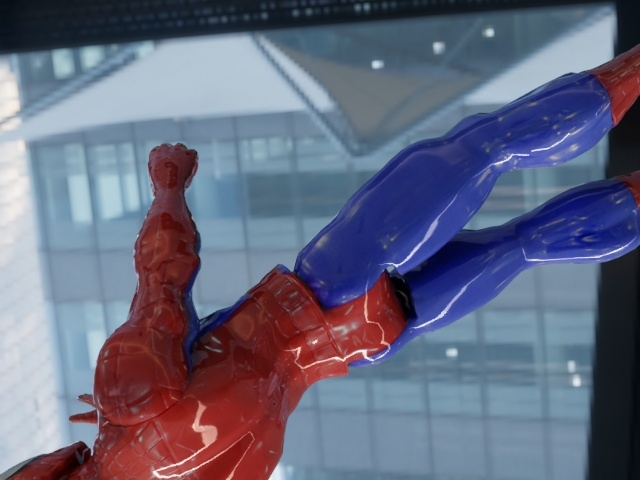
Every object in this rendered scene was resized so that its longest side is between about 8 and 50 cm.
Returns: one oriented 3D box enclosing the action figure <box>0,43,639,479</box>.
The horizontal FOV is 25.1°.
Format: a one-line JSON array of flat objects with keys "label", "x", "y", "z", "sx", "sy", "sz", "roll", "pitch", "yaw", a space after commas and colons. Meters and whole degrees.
[{"label": "action figure", "x": 0.000, "y": 0.000, "z": 0.474, "sx": 0.280, "sy": 0.091, "sz": 0.139, "roll": -35, "pitch": -145, "yaw": -16}]
